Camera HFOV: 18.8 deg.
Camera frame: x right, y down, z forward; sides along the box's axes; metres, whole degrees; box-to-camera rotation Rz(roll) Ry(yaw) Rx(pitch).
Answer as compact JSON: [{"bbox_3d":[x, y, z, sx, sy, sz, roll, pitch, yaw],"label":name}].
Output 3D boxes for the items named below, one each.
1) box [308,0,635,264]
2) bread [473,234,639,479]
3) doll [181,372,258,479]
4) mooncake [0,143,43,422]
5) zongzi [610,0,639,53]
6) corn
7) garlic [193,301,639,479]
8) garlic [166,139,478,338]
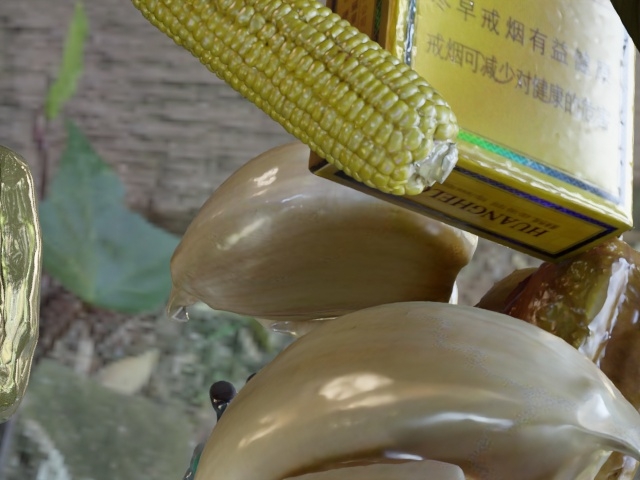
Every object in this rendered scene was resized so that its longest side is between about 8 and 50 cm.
[{"bbox_3d":[0.104,-0.158,1.212,0.193,0.084,0.301,20,62,-30],"label":"box"},{"bbox_3d":[0.147,0.092,1.372,0.109,0.380,0.185,20,81,-6],"label":"bread"},{"bbox_3d":[-0.042,0.249,1.828,0.195,0.153,0.258,15,107,-11],"label":"doll"},{"bbox_3d":[-0.444,0.016,1.506,0.467,0.467,0.262,16,73,-48],"label":"mooncake"},{"bbox_3d":[0.243,-0.143,0.789,0.274,0.300,0.145,-41,111,14],"label":"zongzi"},{"bbox_3d":[-0.014,-0.094,1.010,0.067,0.206,0.067,-49,164,-19],"label":"corn"},{"bbox_3d":[0.035,0.169,0.921,0.249,0.313,0.286,43,52,6],"label":"garlic"},{"bbox_3d":[0.000,0.000,1.443,0.217,0.228,0.110,104,-17,-56],"label":"garlic"}]
